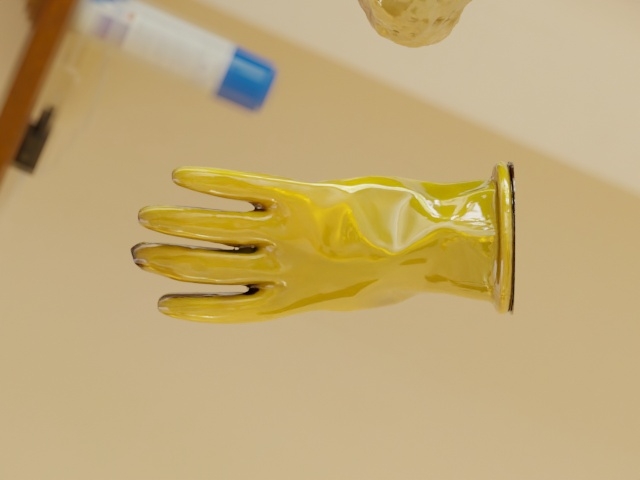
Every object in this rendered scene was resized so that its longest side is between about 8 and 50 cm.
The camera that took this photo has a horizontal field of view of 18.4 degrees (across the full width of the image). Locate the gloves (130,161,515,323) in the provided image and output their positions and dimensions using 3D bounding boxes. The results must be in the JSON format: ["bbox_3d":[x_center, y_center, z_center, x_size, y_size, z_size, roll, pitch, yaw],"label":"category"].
[{"bbox_3d":[0.000,-0.001,1.506,0.116,0.294,0.133,-83,171,-69],"label":"gloves"}]

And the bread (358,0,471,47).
[{"bbox_3d":[0.060,-0.279,1.598,0.134,0.244,0.244,-25,-167,4],"label":"bread"}]
